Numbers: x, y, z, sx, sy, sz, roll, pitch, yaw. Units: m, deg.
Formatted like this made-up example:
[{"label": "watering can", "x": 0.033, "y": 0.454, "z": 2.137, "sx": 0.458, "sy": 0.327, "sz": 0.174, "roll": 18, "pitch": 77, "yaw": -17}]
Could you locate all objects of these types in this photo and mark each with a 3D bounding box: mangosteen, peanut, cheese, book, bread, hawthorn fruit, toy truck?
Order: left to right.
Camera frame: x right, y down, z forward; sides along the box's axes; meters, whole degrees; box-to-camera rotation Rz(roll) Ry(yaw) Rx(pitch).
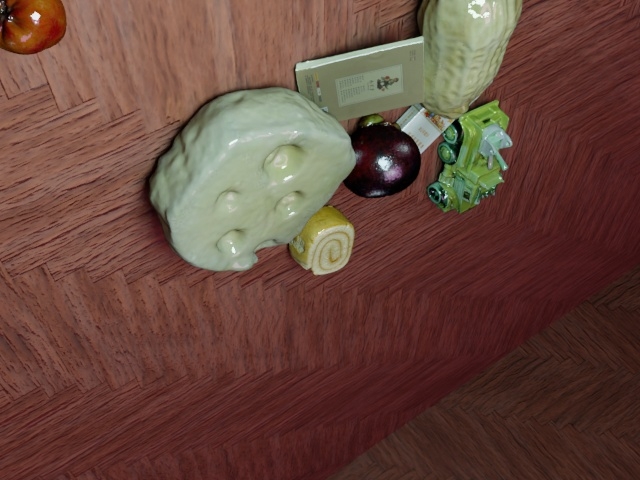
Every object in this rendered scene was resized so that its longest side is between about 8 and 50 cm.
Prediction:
[{"label": "hawthorn fruit", "x": -0.303, "y": -0.233, "z": 0.798, "sx": 0.081, "sy": 0.081, "sz": 0.093, "roll": -49, "pitch": 179, "yaw": 16}, {"label": "cheese", "x": -0.099, "y": -0.090, "z": 1.175, "sx": 0.326, "sy": 0.115, "sz": 0.318, "roll": -22, "pitch": 147, "yaw": -18}, {"label": "bread", "x": 0.000, "y": 0.000, "z": 1.487, "sx": 0.122, "sy": 0.073, "sz": 0.149, "roll": -20, "pitch": 144, "yaw": -23}, {"label": "book", "x": 0.065, "y": -0.243, "z": 1.195, "sx": 0.199, "sy": 0.016, "sz": 0.138, "roll": -13, "pitch": 148, "yaw": -1}, {"label": "mangosteen", "x": 0.100, "y": -0.147, "z": 1.339, "sx": 0.152, "sy": 0.152, "sz": 0.152, "roll": -29, "pitch": 150, "yaw": -19}, {"label": "peanut", "x": 0.220, "y": -0.314, "z": 1.220, "sx": 0.152, "sy": 0.152, "sz": 0.313, "roll": -31, "pitch": 156, "yaw": -17}, {"label": "toy truck", "x": 0.318, "y": -0.149, "z": 1.583, "sx": 0.128, "sy": 0.135, "sz": 0.259, "roll": -25, "pitch": 151, "yaw": -24}]

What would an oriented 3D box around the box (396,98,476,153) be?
[{"label": "box", "x": 0.219, "y": -0.246, "z": 1.433, "sx": 0.220, "sy": 0.032, "sz": 0.122, "roll": -46, "pitch": 150, "yaw": 11}]
